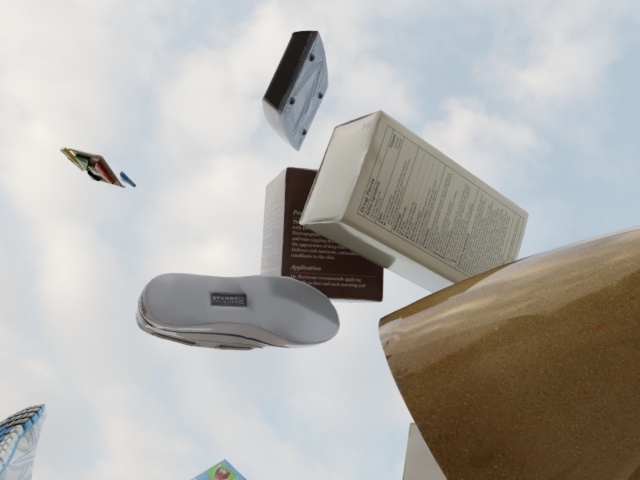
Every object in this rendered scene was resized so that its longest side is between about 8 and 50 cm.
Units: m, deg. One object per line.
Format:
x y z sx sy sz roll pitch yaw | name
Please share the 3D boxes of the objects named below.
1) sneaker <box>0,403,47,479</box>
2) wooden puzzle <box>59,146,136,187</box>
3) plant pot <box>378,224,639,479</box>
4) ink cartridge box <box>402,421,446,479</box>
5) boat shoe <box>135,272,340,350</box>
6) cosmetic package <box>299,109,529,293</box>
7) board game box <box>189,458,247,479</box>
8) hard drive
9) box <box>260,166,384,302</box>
-0.445 0.315 0.824 0.071 0.190 0.083 -21 -72 5 | sneaker
-0.326 -0.103 0.823 0.116 0.014 0.078 11 -31 34 | wooden puzzle
0.220 0.101 0.476 0.254 0.237 0.237 -34 -73 13 | plant pot
0.314 0.431 1.034 0.207 0.119 0.353 -5 -30 31 | ink cartridge box
-0.103 0.095 0.724 0.258 0.095 0.084 14 -34 -23 | boat shoe
0.142 -0.031 0.806 0.309 0.160 0.113 28 -16 -27 | cosmetic package
-0.150 0.259 0.386 0.039 0.211 0.160 32 -72 26 | board game box
-0.043 -0.272 1.055 0.054 0.254 0.172 24 -93 6 | hard drive
0.000 0.000 0.936 0.169 0.167 0.203 5 -98 -17 | box
